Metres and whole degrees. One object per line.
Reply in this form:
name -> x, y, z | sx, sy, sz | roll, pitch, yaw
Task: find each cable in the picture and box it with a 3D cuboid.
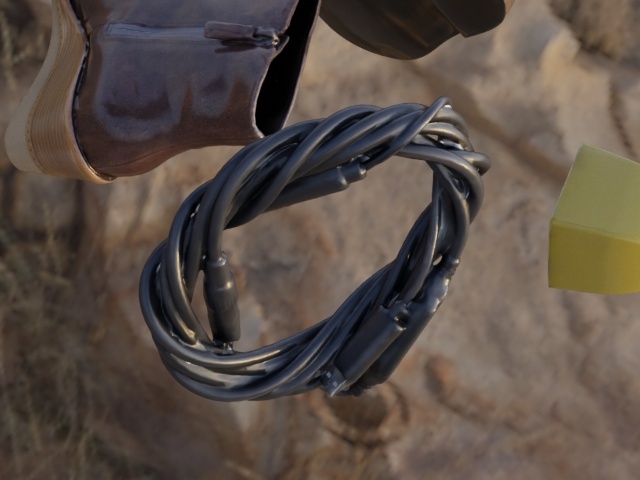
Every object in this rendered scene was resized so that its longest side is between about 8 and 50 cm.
cable -> 0.000, 0.000, 0.825 | 0.150, 0.184, 0.047 | 17, 31, -31

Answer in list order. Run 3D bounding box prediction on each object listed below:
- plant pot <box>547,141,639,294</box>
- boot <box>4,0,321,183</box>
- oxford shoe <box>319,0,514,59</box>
plant pot -> 0.217, -0.008, 1.276 | 0.083, 0.081, 0.081 | 15, 55, 17
boot -> -0.084, -0.143, 1.131 | 0.090, 0.206, 0.248 | 50, 45, -42
oxford shoe -> 0.067, -0.167, 1.118 | 0.076, 0.212, 0.076 | 47, 66, -25
